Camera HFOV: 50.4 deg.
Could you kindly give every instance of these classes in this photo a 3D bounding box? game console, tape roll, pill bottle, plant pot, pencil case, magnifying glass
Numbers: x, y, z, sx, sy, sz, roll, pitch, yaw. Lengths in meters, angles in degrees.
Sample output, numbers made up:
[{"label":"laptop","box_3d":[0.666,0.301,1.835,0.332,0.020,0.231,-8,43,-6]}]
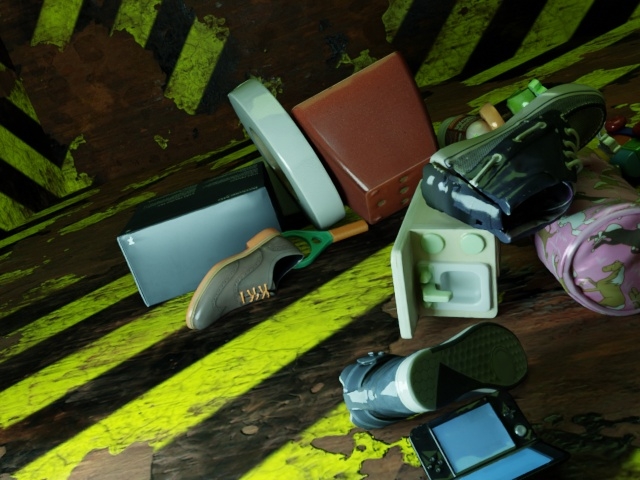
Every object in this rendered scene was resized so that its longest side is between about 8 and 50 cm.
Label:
[{"label":"game console","box_3d":[0.163,0.203,0.677,0.122,0.071,0.107,-21,54,-9]},{"label":"tape roll","box_3d":[-0.079,-0.195,1.574,0.072,0.392,0.392,-35,20,-4]},{"label":"pill bottle","box_3d":[0.387,-0.259,1.731,0.121,0.121,0.221,-22,18,-9]},{"label":"plant pot","box_3d":[0.124,-0.196,1.491,0.267,0.235,0.267,-29,-21,-4]},{"label":"pencil case","box_3d":[0.400,-0.034,1.012,0.167,0.160,0.386,15,20,-1]},{"label":"magnifying glass","box_3d":[0.000,0.000,1.469,0.231,0.026,0.092,-20,55,-23]}]

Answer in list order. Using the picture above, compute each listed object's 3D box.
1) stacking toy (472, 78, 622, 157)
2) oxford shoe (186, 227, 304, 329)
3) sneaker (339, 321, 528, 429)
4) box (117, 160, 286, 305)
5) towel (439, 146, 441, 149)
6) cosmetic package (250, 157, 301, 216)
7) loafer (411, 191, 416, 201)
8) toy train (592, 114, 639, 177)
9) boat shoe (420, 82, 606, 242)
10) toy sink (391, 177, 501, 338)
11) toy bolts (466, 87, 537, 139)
[{"label":"stacking toy","box_3d":[0.416,-0.175,1.259,0.167,0.221,0.052,-45,-15,6]},{"label":"oxford shoe","box_3d":[-0.144,0.082,1.316,0.098,0.097,0.271,31,60,27]},{"label":"sneaker","box_3d":[0.128,0.163,0.815,0.226,0.086,0.163,-3,-19,-39]},{"label":"box","box_3d":[-0.264,-0.027,1.610,0.343,0.178,0.312,-19,17,1]},{"label":"towel","box_3d":[0.243,-0.221,1.926,0.237,0.021,0.102,-25,18,-16]},{"label":"cosmetic package","box_3d":[-0.087,-0.161,1.868,0.184,0.151,0.151,-15,17,11]},{"label":"loafer","box_3d":[0.299,-0.095,1.429,0.220,0.080,0.078,-24,20,17]},{"label":"toy train","box_3d":[0.563,-0.172,1.361,0.143,0.105,0.248,-33,19,-2]},{"label":"boat shoe","box_3d":[0.317,-0.105,0.943,0.341,0.127,0.158,-29,42,-20]},{"label":"toy sink","box_3d":[0.199,0.022,1.007,0.131,0.152,0.234,0,30,20]},{"label":"toy bolts","box_3d":[0.417,-0.199,1.414,0.158,0.218,0.228,-34,6,9]}]
